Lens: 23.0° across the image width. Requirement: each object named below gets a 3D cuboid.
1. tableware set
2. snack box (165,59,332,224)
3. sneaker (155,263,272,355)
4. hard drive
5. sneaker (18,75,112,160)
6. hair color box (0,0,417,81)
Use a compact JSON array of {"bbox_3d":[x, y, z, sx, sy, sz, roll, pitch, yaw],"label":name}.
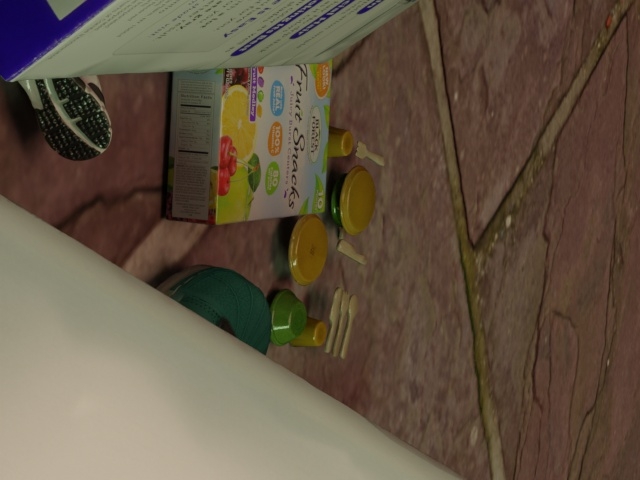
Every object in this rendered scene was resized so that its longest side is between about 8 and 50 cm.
[{"bbox_3d":[0.000,0.000,1.049,0.104,0.024,0.154,28,72,-60],"label":"tableware set"},{"bbox_3d":[-0.039,-0.063,0.928,0.141,0.037,0.100,-8,104,-65],"label":"snack box"},{"bbox_3d":[-0.072,0.140,0.807,0.108,0.121,0.302,69,36,-44],"label":"sneaker"},{"bbox_3d":[-0.075,0.149,0.682,0.353,0.047,0.233,33,60,-26],"label":"hard drive"},{"bbox_3d":[-0.132,-0.090,0.738,0.044,0.040,0.109,-105,177,-59],"label":"sneaker"},{"bbox_3d":[-0.016,-0.169,0.742,0.110,0.185,0.339,61,23,7],"label":"hair color box"}]
